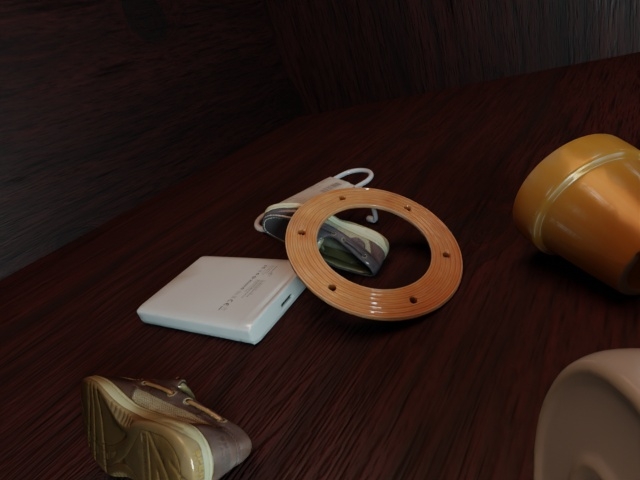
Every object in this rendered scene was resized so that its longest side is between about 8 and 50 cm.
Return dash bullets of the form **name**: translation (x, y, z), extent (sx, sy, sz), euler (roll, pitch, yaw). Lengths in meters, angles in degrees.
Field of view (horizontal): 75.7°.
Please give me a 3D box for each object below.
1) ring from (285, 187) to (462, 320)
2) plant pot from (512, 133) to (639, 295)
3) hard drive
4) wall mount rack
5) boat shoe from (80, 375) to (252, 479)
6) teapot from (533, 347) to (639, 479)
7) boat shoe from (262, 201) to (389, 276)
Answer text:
- **ring**: translation (0.101, 0.014, 0.787), extent (0.337, 0.032, 0.336), euler (4, 45, -4)
- **plant pot**: translation (0.439, -0.028, 0.621), extent (0.205, 0.205, 0.187), euler (-19, 40, -1)
- **hard drive**: translation (-0.214, 0.117, 0.926), extent (0.354, 0.047, 0.233), euler (1, 32, 34)
- **wall mount rack**: translation (-0.024, -0.080, 1.112), extent (0.350, 0.130, 0.304), euler (-29, 31, -21)
- **boat shoe**: translation (-0.237, 0.263, 0.601), extent (0.342, 0.123, 0.123), euler (-4, -1, 40)
- **teapot**: translation (0.267, 0.194, 0.252), extent (0.187, 0.252, 0.255), euler (5, 62, 8)
- **boat shoe**: translation (0.000, 0.000, 0.875), extent (0.286, 0.102, 0.092), euler (19, 44, 8)
